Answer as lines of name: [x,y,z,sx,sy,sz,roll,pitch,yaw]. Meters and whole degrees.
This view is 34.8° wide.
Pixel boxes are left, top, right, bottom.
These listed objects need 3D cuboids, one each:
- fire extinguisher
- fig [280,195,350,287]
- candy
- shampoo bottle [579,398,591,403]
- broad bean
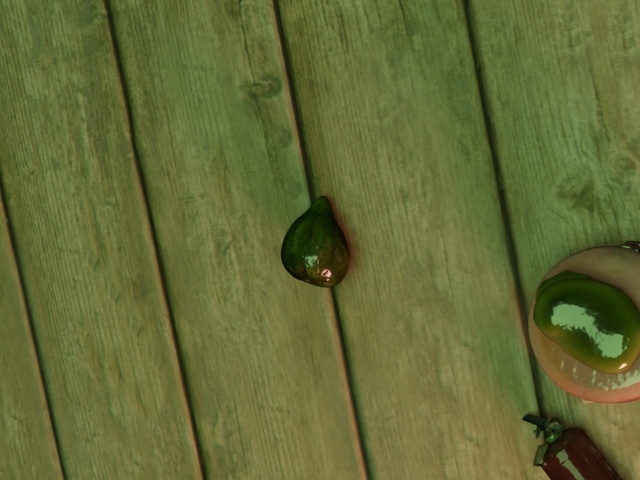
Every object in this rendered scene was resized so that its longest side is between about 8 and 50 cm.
fire extinguisher: [0.429,0.392,1.663,0.105,0.105,0.269,-41,82,22]
fig: [0.000,0.000,1.769,0.123,0.123,0.156,15,73,19]
candy: [0.450,0.124,1.583,0.255,0.094,0.255,-5,79,28]
shampoo bottle: [0.505,0.197,1.624,0.212,0.049,0.072,-27,74,22]
broad bean: [0.398,0.118,1.519,0.174,0.082,0.124,27,94,20]
